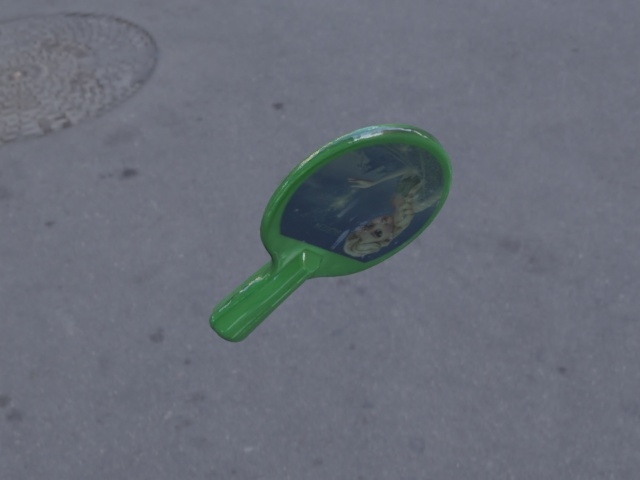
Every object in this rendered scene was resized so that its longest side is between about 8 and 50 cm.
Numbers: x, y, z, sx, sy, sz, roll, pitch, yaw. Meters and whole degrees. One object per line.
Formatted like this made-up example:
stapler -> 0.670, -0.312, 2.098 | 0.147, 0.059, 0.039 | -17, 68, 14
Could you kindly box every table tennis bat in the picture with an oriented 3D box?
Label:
table tennis bat -> 0.000, 0.000, 0.828 | 0.257, 0.160, 0.039 | -42, 50, 23
